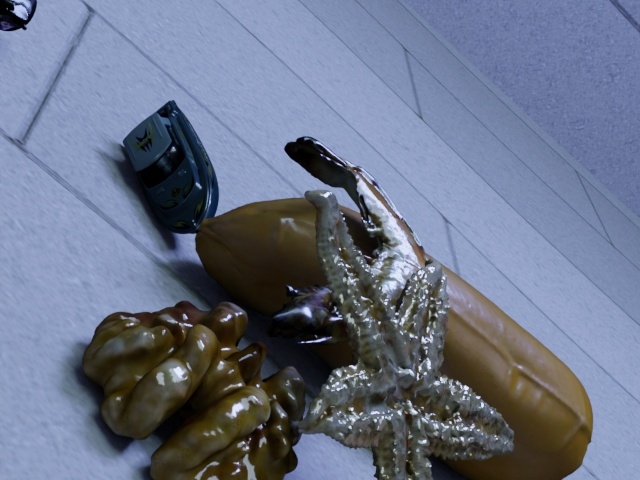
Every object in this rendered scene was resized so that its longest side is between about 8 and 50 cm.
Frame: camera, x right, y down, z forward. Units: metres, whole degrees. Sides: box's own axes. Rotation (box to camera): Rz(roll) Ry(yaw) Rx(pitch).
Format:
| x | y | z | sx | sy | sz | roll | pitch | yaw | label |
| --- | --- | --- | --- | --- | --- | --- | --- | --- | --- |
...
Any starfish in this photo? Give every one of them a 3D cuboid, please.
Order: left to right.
| x | y | z | sx | sy | sz | roll | pitch | yaw | label |
| --- | --- | --- | --- | --- | --- | --- | --- | --- | --- |
| 0.064 | 0.106 | 0.970 | 0.231 | 0.048 | 0.295 | -11 | 85 | -58 | starfish |

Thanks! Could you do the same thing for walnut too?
| x | y | z | sx | sy | sz | roll | pitch | yaw | label |
| --- | --- | --- | --- | --- | --- | --- | --- | --- | --- |
| -0.065 | 0.086 | 0.914 | 0.143 | 0.069 | 0.170 | 47 | 18 | 3 | walnut |

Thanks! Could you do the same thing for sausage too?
| x | y | z | sx | sy | sz | roll | pitch | yaw | label |
| --- | --- | --- | --- | --- | --- | --- | --- | --- | --- |
| 0.058 | 0.066 | 1.165 | 0.354 | 0.116 | 0.134 | 38 | -26 | -24 | sausage |

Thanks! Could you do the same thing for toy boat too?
| x | y | z | sx | sy | sz | roll | pitch | yaw | label |
| --- | --- | --- | --- | --- | --- | --- | --- | --- | --- |
| -0.110 | -0.049 | 1.166 | 0.060 | 0.055 | 0.141 | 41 | 14 | -42 | toy boat |

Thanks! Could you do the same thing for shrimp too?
| x | y | z | sx | sy | sz | roll | pitch | yaw | label |
| --- | --- | --- | --- | --- | --- | --- | --- | --- | --- |
| 0.002 | -0.002 | 1.030 | 0.195 | 0.035 | 0.148 | -13 | 76 | -54 | shrimp |

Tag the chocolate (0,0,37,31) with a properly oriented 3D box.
| x | y | z | sx | sy | sz | roll | pitch | yaw | label |
| --- | --- | --- | --- | --- | --- | --- | --- | --- | --- |
| -0.281 | -0.207 | 1.154 | 0.147 | 0.070 | 0.072 | 49 | 2 | -24 | chocolate |
